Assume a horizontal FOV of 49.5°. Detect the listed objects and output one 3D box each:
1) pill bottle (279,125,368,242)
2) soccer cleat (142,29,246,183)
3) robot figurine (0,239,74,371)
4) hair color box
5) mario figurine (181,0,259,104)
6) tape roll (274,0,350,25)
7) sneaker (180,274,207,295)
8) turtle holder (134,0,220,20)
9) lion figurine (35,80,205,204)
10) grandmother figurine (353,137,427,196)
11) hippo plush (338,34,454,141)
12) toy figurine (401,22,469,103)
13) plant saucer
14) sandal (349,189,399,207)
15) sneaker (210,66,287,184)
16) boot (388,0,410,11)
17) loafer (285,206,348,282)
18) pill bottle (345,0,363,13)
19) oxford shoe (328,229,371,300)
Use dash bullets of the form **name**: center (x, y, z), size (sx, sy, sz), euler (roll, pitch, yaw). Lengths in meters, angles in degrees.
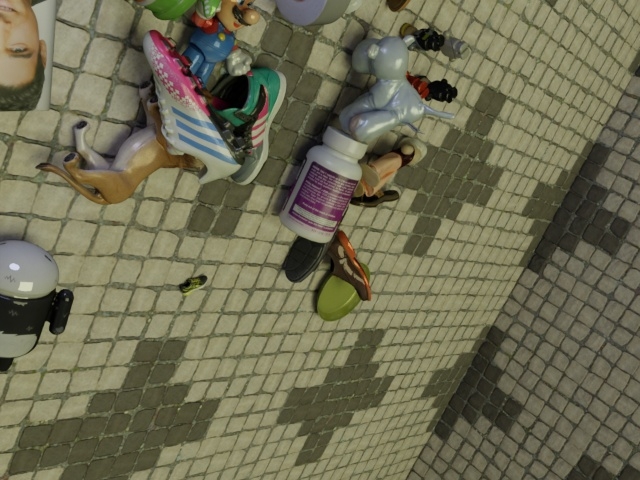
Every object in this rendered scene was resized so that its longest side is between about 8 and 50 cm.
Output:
- **pill bottle**: center (0.015, -0.159, 1.948), size (0.169, 0.169, 0.301), euler (7, 114, -50)
- **soccer cleat**: center (-0.284, -0.258, 1.413), size (0.143, 0.116, 0.331), euler (-29, 114, 9)
- **robot figurine**: center (-0.659, 0.133, 1.460), size (0.209, 0.173, 0.278), euler (-3, 122, -58)
- **hair color box**: center (-0.556, -0.412, 1.175), size (0.185, 0.113, 0.374), euler (-12, 128, -42)
- **mario figurine**: center (-0.205, -0.431, 1.476), size (0.170, 0.198, 0.320), euler (25, 109, -16)
- **tape roll**: center (-0.021, -0.585, 1.524), size (0.072, 0.219, 0.219), euler (-17, 131, -36)
- **sneaker**: center (-0.345, 0.118, 1.898), size (0.083, 0.031, 0.035), euler (-36, 139, -22)
- **turtle holder**: center (-0.259, -0.576, 1.263), size (0.227, 0.243, 0.320), euler (32, 103, -36)
- **lion figurine**: center (-0.397, -0.182, 1.524), size (0.392, 0.142, 0.240), euler (-33, 137, -15)
- **grandmother figurine**: center (0.214, -0.231, 2.121), size (0.342, 0.208, 0.104), euler (-32, 100, -44)
- **hippo plush**: center (0.155, -0.410, 1.837), size (0.234, 0.294, 0.236), euler (-29, 121, -22)
- **toy figurine**: center (0.307, -0.510, 2.011), size (0.213, 0.148, 0.209), euler (-5, 117, -42)
- **plant saucer**: center (0.072, 0.169, 2.385), size (0.241, 0.037, 0.241), euler (-28, 137, -30)
- **sandal**: center (0.169, -0.146, 2.200), size (0.219, 0.090, 0.060), euler (-14, 112, -38)
- **sneaker**: center (-0.195, -0.278, 1.659), size (0.178, 0.124, 0.295), euler (1, 110, -53)
- **boot**: center (0.274, -0.687, 1.887), size (0.152, 0.073, 0.197), euler (13, 111, -55)
- **loafer**: center (0.000, 0.000, 2.120), size (0.095, 0.109, 0.302), euler (17, 103, -56)
- **pill bottle**: center (0.039, -0.633, 1.646), size (0.103, 0.103, 0.184), euler (-48, 143, -7)
- **oxford shoe**: center (0.085, 0.096, 2.264), size (0.098, 0.097, 0.271), euler (-27, 112, -1)
